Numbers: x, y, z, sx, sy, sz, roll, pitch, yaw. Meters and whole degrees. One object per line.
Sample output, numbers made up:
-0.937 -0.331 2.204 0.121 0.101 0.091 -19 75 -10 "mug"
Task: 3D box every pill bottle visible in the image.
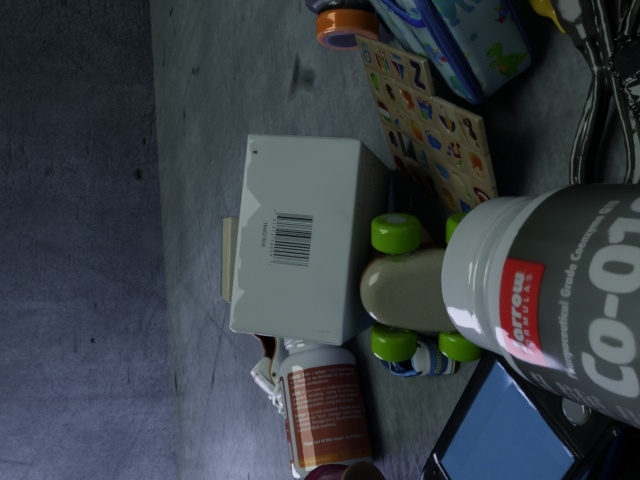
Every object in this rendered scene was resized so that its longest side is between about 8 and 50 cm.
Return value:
0.218 0.042 0.408 0.283 0.161 0.161 12 100 64 "pill bottle"
0.038 -0.396 0.844 0.130 0.130 0.246 179 91 -65 "pill bottle"
0.003 0.234 0.911 0.121 0.121 0.216 137 128 -57 "pill bottle"

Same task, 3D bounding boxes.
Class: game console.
0.142 0.245 0.557 0.250 0.173 0.293 -122 41 -48 "game console"

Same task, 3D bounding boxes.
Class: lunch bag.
0.110 -0.251 0.627 0.090 0.176 0.219 -38 44 10 "lunch bag"

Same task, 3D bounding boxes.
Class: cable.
0.248 -0.168 0.513 0.139 0.072 0.288 -21 82 45 "cable"

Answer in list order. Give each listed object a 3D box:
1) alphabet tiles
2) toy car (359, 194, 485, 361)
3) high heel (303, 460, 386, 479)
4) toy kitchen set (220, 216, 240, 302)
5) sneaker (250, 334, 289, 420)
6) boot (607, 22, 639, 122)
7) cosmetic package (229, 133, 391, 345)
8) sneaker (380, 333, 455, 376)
0.119 -0.118 0.682 0.237 0.009 0.198 49 165 54 "alphabet tiles"
0.117 0.025 0.707 0.188 0.148 0.155 -86 -5 -68 "toy car"
0.082 0.448 0.718 0.181 0.127 0.378 -52 52 57 "high heel"
-0.069 0.026 0.968 0.166 0.207 0.122 -175 87 -65 "toy kitchen set"
-0.055 0.264 1.036 0.106 0.123 0.290 -57 41 45 "sneaker"
0.263 -0.115 0.420 0.099 0.045 0.121 -32 57 36 "boot"
0.000 0.000 0.769 0.224 0.138 0.224 5 -90 -76 "cosmetic package"
0.107 0.144 0.766 0.144 0.059 0.053 156 110 -64 "sneaker"
